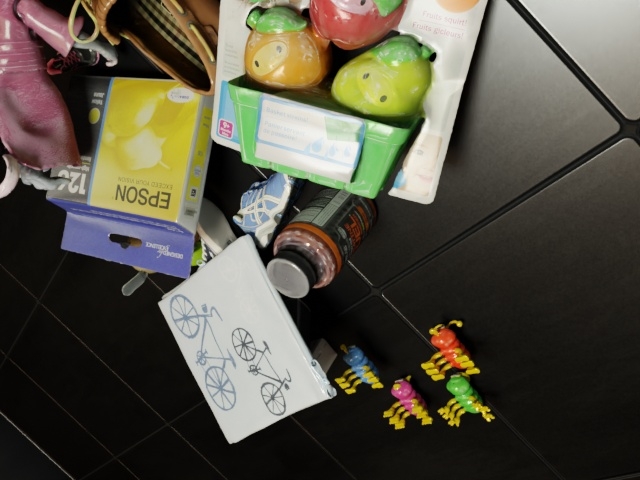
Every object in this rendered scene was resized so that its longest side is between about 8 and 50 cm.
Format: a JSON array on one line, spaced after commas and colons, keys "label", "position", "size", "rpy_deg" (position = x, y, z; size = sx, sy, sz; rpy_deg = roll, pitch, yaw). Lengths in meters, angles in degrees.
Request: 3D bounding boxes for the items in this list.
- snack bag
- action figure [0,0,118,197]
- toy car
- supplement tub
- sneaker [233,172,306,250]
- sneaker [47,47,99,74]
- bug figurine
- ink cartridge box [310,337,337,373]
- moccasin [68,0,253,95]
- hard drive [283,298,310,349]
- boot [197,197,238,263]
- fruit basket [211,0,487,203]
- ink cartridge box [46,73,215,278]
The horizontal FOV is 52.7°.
[{"label": "snack bag", "position": [-0.147, 0.181, 1.169], "size": [0.342, 0.037, 0.323], "rpy_deg": [-37, 79, 42]}, {"label": "action figure", "position": [-0.483, -0.271, 0.984], "size": [0.248, 0.276, 0.370], "rpy_deg": [6, 110, 21]}, {"label": "toy car", "position": [-0.326, 0.013, 1.211], "size": [0.149, 0.188, 0.155], "rpy_deg": [-4, 121, 37]}, {"label": "supplement tub", "position": [0.000, 0.000, 0.966], "size": [0.106, 0.198, 0.106], "rpy_deg": [19, 134, 21]}, {"label": "sneaker", "position": [-0.087, -0.066, 1.059], "size": [0.081, 0.080, 0.211], "rpy_deg": [35, 136, 1]}, {"label": "sneaker", "position": [-0.432, -0.312, 1.117], "size": [0.119, 0.057, 0.047], "rpy_deg": [-9, 117, 38]}, {"label": "bug figurine", "position": [0.173, 0.240, 1.133], "size": [0.279, 0.072, 0.216], "rpy_deg": [-19, 118, 38]}, {"label": "ink cartridge box", "position": [-0.038, 0.248, 1.273], "size": [0.122, 0.088, 0.052], "rpy_deg": [-26, 110, 45]}, {"label": "moccasin", "position": [-0.272, -0.338, 0.917], "size": [0.380, 0.147, 0.139], "rpy_deg": [42, 137, -2]}, {"label": "hard drive", "position": [-0.110, 0.220, 1.257], "size": [0.054, 0.172, 0.255], "rpy_deg": [20, 148, -37]}, {"label": "boot", "position": [-0.201, 0.010, 1.207], "size": [0.086, 0.069, 0.190], "rpy_deg": [-21, 112, 38]}, {"label": "fruit basket", "position": [0.019, -0.238, 0.778], "size": [0.327, 0.165, 0.353], "rpy_deg": [18, 124, 12]}, {"label": "ink cartridge box", "position": [-0.323, -0.115, 1.071], "size": [0.304, 0.072, 0.307], "rpy_deg": [10, 87, 28]}]
